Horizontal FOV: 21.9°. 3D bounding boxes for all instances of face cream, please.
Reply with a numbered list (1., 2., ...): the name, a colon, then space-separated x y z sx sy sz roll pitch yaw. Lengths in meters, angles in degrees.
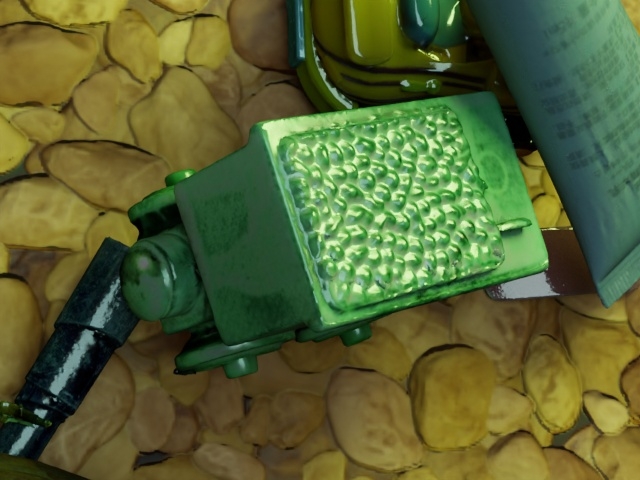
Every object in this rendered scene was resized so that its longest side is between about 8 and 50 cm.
1. face cream: 0.169 -0.126 1.127 0.135 0.086 0.385 -43 125 -13

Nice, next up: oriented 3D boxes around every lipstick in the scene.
1. lipstick: -0.190 0.108 1.146 0.053 0.053 0.234 34 79 -9

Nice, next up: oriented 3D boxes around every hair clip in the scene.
1. hair clip: 0.189 0.016 1.274 0.137 0.022 0.054 -3 86 -16

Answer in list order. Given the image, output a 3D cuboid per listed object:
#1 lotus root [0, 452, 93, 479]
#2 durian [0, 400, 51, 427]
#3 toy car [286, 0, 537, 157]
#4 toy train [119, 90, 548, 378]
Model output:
1. lotus root: -0.173 0.213 1.073 0.241 0.124 0.123 27 81 -31
2. durian: -0.289 0.097 1.093 0.215 0.086 0.100 30 59 5
3. toy car: 0.105 -0.164 1.213 0.248 0.142 0.200 -4 83 -16
4. toy train: 0.000 0.000 1.114 0.266 0.202 0.145 -13 83 -46
